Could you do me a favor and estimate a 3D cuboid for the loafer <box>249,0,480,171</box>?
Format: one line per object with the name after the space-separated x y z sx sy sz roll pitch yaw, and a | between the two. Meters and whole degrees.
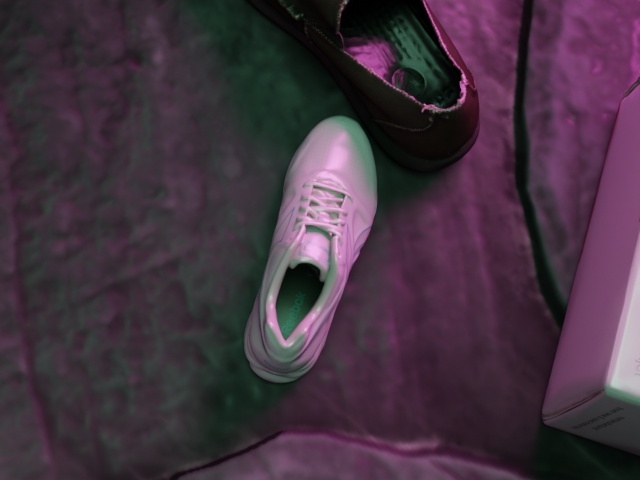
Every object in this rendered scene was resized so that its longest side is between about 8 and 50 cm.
0.019 -0.141 0.810 0.080 0.078 0.220 -40 85 -16 | loafer

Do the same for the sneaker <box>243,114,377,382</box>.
0.000 0.000 0.782 0.054 0.061 0.152 15 73 -3 | sneaker

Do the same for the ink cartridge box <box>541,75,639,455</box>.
0.288 0.036 0.786 0.283 0.117 0.207 18 74 -4 | ink cartridge box
